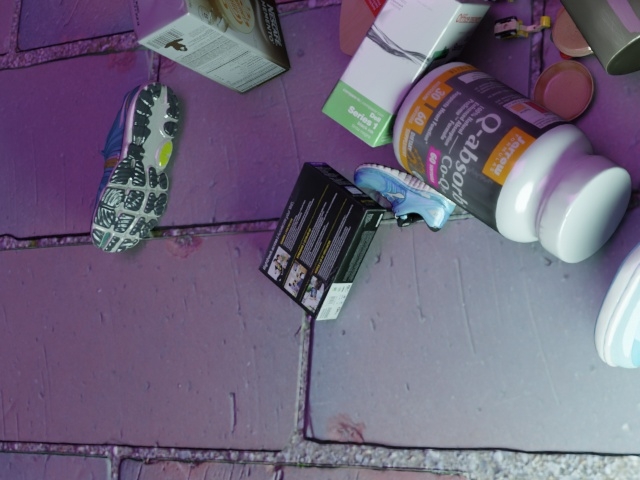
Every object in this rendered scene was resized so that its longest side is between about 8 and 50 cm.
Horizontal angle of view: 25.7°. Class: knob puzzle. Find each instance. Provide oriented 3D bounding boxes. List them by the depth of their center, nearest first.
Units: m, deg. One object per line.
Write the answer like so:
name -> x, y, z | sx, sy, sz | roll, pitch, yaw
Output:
knob puzzle -> 0.106, -0.326, 1.965 | 0.213, 0.030, 0.213 | -9, 74, 32

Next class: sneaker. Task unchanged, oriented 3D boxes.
sneaker -> 0.462, 0.053, 1.564 | 0.208, 0.127, 0.319 | 43, 104, 36
sneaker -> 0.105, -0.057, 1.879 | 0.162, 0.063, 0.073 | 23, 95, 37
sneaker -> -0.292, -0.112, 2.164 | 0.110, 0.107, 0.275 | 4, 75, 55

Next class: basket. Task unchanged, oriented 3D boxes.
basket -> 0.357, -0.330, 1.711 | 0.154, 0.204, 0.227 | -38, 69, 40

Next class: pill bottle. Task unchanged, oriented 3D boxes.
pill bottle -> 0.235, -0.096, 1.736 | 0.278, 0.162, 0.162 | 37, 100, 36

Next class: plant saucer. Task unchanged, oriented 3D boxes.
plant saucer -> 0.313, -0.189, 1.795 | 0.083, 0.015, 0.083 | -9, 73, 33

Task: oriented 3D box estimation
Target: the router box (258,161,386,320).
router box -> 0.000, 0.000, 1.923 | 0.133, 0.046, 0.179 | 40, 116, 34

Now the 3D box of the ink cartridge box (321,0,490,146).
ink cartridge box -> 0.114, -0.242, 1.831 | 0.092, 0.160, 0.219 | 36, 109, 12

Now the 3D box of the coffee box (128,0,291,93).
coffee box -> -0.162, -0.322, 2.015 | 0.098, 0.246, 0.141 | -24, 66, 27

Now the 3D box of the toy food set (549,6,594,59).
toy food set -> 0.334, -0.269, 1.793 | 0.083, 0.020, 0.082 | 8, 73, 31

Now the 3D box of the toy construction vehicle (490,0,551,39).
toy construction vehicle -> 0.262, -0.309, 1.853 | 0.098, 0.035, 0.086 | -10, 71, 40
